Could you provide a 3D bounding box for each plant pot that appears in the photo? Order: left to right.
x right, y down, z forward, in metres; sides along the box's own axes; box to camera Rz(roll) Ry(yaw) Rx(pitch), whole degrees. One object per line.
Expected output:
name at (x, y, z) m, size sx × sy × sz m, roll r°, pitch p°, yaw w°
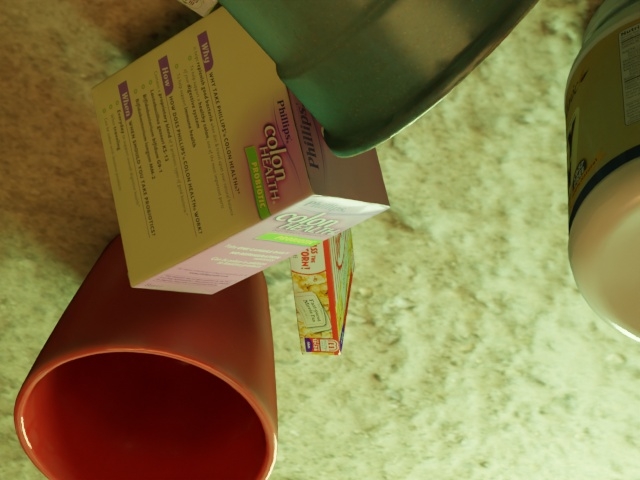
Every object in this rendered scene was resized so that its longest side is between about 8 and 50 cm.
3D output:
plant pot at (-0.168, 0.124, 1.878) m, size 0.275 × 0.243 × 0.275 m, roll 4°, pitch 132°, yaw 4°
plant pot at (0.006, -0.304, 1.444) m, size 0.334 × 0.341 × 0.341 m, roll 41°, pitch 124°, yaw -16°

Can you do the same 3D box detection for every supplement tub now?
supplement tub at (0.335, -0.080, 1.579) m, size 0.228 × 0.316 × 0.228 m, roll 3°, pitch 132°, yaw 4°

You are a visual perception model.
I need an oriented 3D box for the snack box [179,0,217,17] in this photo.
snack box at (-0.149, -0.280, 1.617) m, size 0.141 × 0.100 × 0.037 m, roll 31°, pitch 128°, yaw -19°

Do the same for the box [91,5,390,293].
box at (-0.080, -0.090, 1.665) m, size 0.243 × 0.213 × 0.117 m, roll -27°, pitch 158°, yaw 36°

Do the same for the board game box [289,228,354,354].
board game box at (0.000, 0.000, 1.810) m, size 0.045 × 0.147 × 0.193 m, roll 0°, pitch 131°, yaw 8°
